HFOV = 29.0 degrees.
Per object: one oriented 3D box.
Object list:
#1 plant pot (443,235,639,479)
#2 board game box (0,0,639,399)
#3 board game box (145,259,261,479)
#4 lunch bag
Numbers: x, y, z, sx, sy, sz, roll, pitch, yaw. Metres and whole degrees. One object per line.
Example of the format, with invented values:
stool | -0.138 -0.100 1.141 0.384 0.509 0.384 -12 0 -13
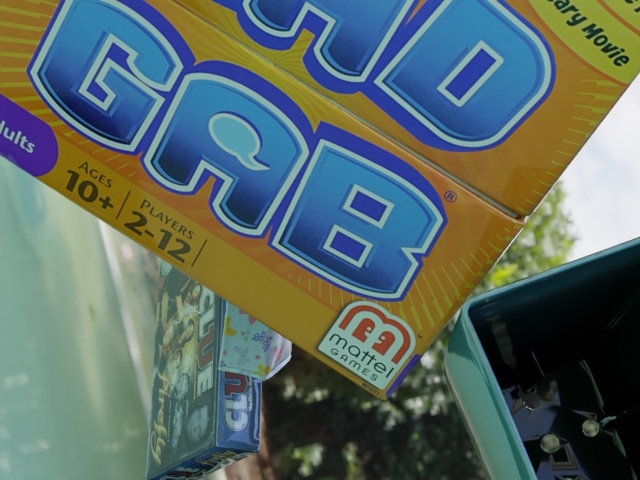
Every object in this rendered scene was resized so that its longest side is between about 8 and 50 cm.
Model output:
plant pot | 0.172 0.113 0.779 0.234 0.165 0.165 106 -36 -74
board game box | 0.027 -0.189 0.874 0.356 0.357 0.356 -57 -179 35
board game box | -0.104 0.086 1.123 0.165 0.042 0.243 -36 -133 54
lunch bag | -0.047 0.066 0.998 0.083 0.053 0.071 -31 131 -66
